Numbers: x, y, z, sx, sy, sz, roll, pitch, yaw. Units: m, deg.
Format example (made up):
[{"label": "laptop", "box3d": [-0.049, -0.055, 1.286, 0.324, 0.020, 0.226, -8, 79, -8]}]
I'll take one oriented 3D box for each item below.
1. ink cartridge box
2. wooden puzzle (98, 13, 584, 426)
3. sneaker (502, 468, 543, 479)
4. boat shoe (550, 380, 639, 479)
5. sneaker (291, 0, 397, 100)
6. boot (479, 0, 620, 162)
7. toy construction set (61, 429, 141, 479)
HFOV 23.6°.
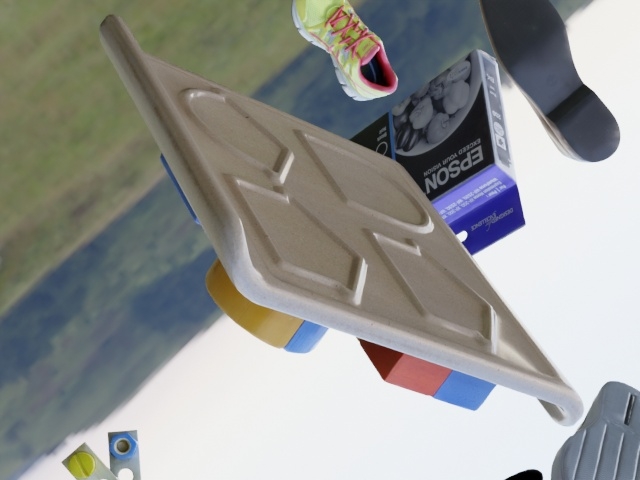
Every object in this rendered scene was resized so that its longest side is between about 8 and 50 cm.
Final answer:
[{"label": "ink cartridge box", "box3d": [0.114, -0.064, 1.609, 0.206, 0.045, 0.208, -34, -131, 37]}, {"label": "wooden puzzle", "box3d": [0.000, 0.000, 1.120, 0.080, 0.348, 0.322, -51, -142, 16]}, {"label": "sneaker", "box3d": [0.190, 0.358, 1.696, 0.083, 0.118, 0.222, 8, -139, 35]}, {"label": "boat shoe", "box3d": [0.321, 0.261, 1.741, 0.302, 0.109, 0.094, -39, 154, -62]}, {"label": "sneaker", "box3d": [0.042, -0.279, 2.114, 0.081, 0.208, 0.094, -48, -150, -14]}, {"label": "boot", "box3d": [0.307, -0.241, 2.189, 0.112, 0.305, 0.115, -32, -174, -10]}, {"label": "toy construction set", "box3d": [-0.223, 0.388, 1.675, 0.215, 0.328, 0.151, -30, 162, -7]}]
